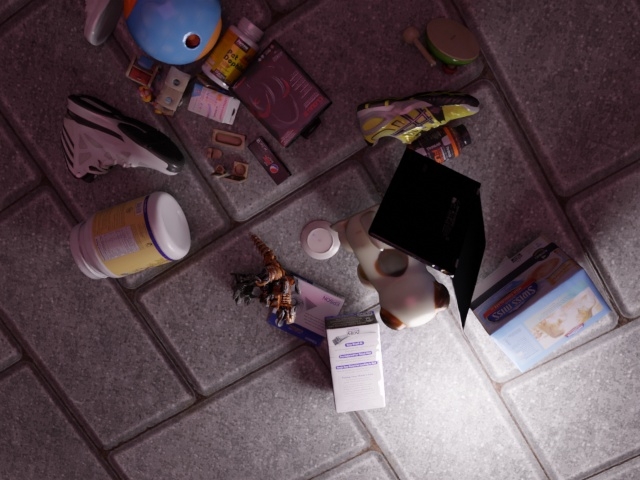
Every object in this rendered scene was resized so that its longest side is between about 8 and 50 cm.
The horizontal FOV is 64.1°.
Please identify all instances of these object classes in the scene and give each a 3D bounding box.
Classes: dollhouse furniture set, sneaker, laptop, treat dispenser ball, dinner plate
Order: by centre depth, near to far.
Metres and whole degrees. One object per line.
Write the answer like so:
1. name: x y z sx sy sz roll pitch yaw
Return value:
1. treat dispenser ball: -0.444 -0.685 1.551 0.287 0.288 0.289 1 103 4
2. laptop: 0.352 -0.007 1.575 0.407 0.382 0.236 27 144 1
3. dollhouse furniture set: -0.534 -0.502 1.640 0.183 0.129 0.129 24 86 -20
4. sneaker: 0.313 -0.394 1.647 0.384 0.145 0.147 -3 110 16
5. sneaker: -0.736 -0.794 1.651 0.169 0.108 0.293 24 93 1
6. dollhouse furniture set: -0.315 -0.285 1.714 0.143 0.123 0.151 13 103 1
7. sneaker: -0.686 -0.285 1.746 0.447 0.169 0.258 30 112 6
8. dinner plate: 0.000 0.000 1.809 0.141 0.017 0.141 1 101 5

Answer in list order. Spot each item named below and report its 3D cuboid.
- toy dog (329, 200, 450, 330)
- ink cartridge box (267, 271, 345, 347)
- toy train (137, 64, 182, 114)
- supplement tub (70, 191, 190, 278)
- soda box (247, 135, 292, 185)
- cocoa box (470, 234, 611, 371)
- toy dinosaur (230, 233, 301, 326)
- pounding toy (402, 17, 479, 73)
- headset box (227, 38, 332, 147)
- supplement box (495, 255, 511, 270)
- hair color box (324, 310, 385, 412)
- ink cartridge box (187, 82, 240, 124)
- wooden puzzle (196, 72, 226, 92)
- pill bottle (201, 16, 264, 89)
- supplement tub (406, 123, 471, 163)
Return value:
1. toy dog: 0.251 0.073 1.626 0.284 0.395 0.408 -26 93 -3
2. ink cartridge box: -0.056 0.259 1.854 0.223 0.045 0.224 25 103 -1
3. toy train: -0.552 -0.506 1.723 0.125 0.046 0.166 -38 97 12
4. supplement tub: -0.642 -0.011 1.741 0.331 0.241 0.241 -17 101 8
5. soda box: -0.172 -0.271 1.742 0.060 0.053 0.169 -36 97 12
6. cocoa box: 0.692 0.204 1.662 0.347 0.228 0.231 -40 117 11
7. toy dinosaur: -0.188 0.145 1.797 0.218 0.164 0.322 -20 58 7
8. pounding toy: 0.370 -0.586 1.595 0.236 0.110 0.183 -17 68 -27
9. headset box: -0.116 -0.460 1.666 0.218 0.110 0.293 -42 96 11
10. supplement box: 0.644 0.111 1.771 0.062 0.036 0.099 30 105 -3
11. hair color box: 0.123 0.434 1.828 0.185 0.110 0.339 -6 109 -1
12. ink cartridge box: -0.349 -0.451 1.697 0.143 0.090 0.092 20 103 0
13. wooden puzzle: -0.361 -0.516 1.684 0.078 0.116 0.014 2 125 -40
14. pill bottle: -0.277 -0.603 1.644 0.117 0.117 0.215 38 103 -4
15. supplement tub: 0.386 -0.305 1.664 0.197 0.106 0.106 -25 99 10
